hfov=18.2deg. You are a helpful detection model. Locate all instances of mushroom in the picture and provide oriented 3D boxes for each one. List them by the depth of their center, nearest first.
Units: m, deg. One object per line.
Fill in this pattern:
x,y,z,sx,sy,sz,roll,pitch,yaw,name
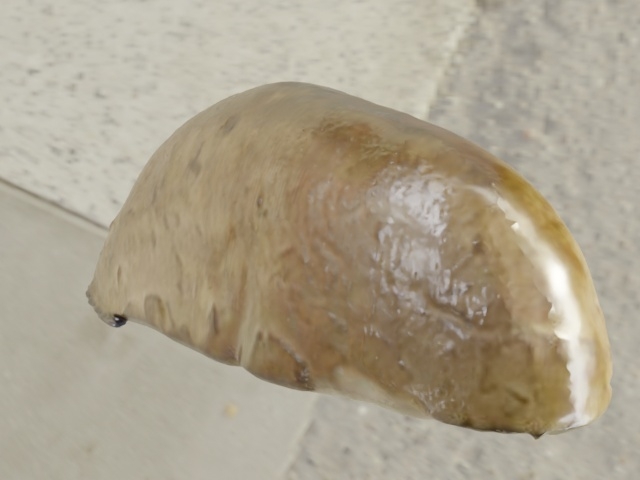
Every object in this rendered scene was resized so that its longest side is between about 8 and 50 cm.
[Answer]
-0.002,0.000,0.625,0.072,0.210,0.094,3,103,-46,mushroom
